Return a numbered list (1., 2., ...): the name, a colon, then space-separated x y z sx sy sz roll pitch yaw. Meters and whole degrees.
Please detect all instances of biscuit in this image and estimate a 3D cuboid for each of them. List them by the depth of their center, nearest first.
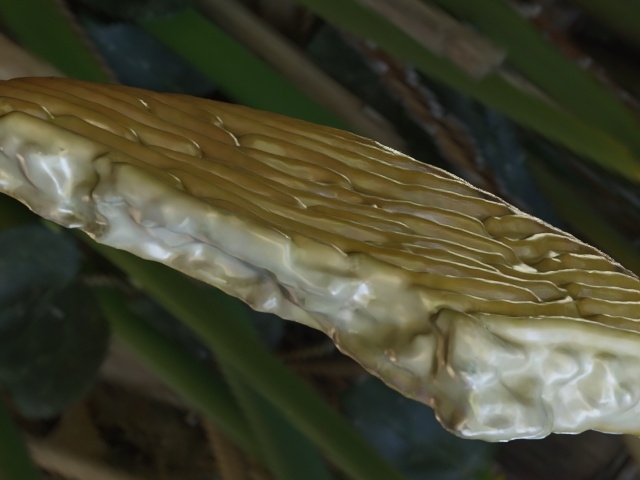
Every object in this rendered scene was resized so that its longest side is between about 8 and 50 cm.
1. biscuit: 0.000 -0.001 0.500 0.176 0.228 0.031 -120 -133 -64
